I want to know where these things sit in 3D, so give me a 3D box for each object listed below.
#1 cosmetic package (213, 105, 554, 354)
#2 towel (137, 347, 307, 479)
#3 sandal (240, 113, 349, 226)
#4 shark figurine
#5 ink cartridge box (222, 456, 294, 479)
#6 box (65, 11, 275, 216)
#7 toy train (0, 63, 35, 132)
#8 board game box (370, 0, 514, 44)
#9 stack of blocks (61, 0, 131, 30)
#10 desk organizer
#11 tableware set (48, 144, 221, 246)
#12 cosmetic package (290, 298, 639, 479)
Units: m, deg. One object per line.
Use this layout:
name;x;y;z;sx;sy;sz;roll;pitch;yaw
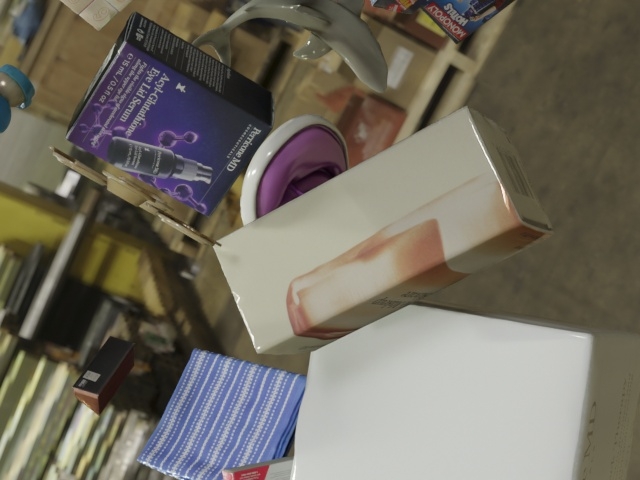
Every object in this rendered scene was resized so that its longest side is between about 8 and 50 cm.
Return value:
cosmetic package;0.064;-0.002;1.150;0.296;0.153;0.129;-27;77;21
towel;-0.168;0.321;2.011;0.336;0.040;0.243;7;65;44
sandal;0.009;-0.012;1.421;0.169;0.102;0.416;-51;-24;-17
shark figurine;-0.042;-0.299;1.553;0.116;0.278;0.166;-37;-45;-73
ink cartridge box;-0.072;0.394;1.632;0.063;0.109;0.150;160;102;-68
box;-0.180;-0.153;1.399;0.153;0.207;0.108;-54;19;24
toy train;-0.485;-0.174;1.448;0.248;0.105;0.143;16;51;35
board game box;0.175;-0.386;1.669;0.194;0.194;0.060;-34;40;23
stack of blocks;-0.251;-0.442;1.637;0.297;0.087;0.171;-39;46;13
desk organizer;-0.348;0.218;1.848;0.130;0.047;0.050;-60;-19;-50
tableware set;-0.176;-0.044;1.096;0.169;0.141;0.020;27;86;46
cosmetic package;0.194;0.248;1.411;0.327;0.394;0.329;9;89;25
